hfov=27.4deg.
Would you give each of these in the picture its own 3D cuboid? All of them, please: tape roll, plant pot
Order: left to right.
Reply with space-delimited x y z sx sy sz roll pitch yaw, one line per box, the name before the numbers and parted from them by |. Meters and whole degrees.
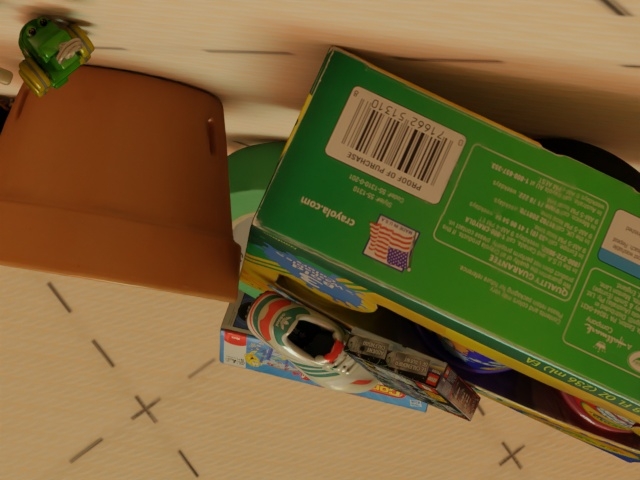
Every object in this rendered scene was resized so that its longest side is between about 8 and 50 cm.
plant pot | -0.213 -0.058 1.332 0.290 0.204 0.291 8 176 1
tape roll | 0.000 0.000 1.681 0.321 0.077 0.321 13 149 8

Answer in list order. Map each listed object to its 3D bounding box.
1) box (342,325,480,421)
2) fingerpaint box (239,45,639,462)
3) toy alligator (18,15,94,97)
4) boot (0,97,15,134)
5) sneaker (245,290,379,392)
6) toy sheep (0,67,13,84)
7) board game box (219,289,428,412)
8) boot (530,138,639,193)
box | 0.084 0.121 1.181 0.094 0.027 0.137 20 169 25
fingerpaint box | 0.160 0.042 1.147 0.444 0.163 0.371 25 171 -2
toy alligator | -0.215 -0.154 1.036 0.051 0.056 0.189 50 169 -8
boot | -0.297 -0.117 1.636 0.283 0.109 0.220 12 171 15
sneaker | 0.006 0.105 1.206 0.161 0.057 0.075 36 174 -32
toy sheep | -0.299 -0.151 1.005 0.132 0.091 0.091 28 174 -8
board game box | 0.040 0.070 1.897 0.301 0.308 0.086 14 140 6
boot | 0.230 -0.052 1.352 0.262 0.091 0.229 19 -179 20
